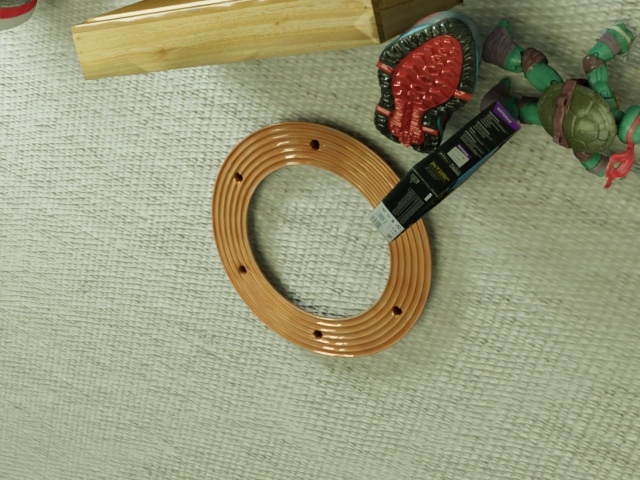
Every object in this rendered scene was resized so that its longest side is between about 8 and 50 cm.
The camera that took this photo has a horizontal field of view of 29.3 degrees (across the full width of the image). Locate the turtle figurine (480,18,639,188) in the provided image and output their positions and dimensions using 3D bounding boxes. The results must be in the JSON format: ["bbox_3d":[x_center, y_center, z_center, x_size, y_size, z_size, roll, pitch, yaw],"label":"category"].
[{"bbox_3d":[0.282,-0.147,1.302,0.234,0.118,0.175,25,119,31],"label":"turtle figurine"}]

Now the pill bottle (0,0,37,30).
[{"bbox_3d":[-0.416,-0.444,1.571,0.176,0.176,0.318,38,128,12],"label":"pill bottle"}]

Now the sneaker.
[{"bbox_3d":[0.120,-0.197,1.325,0.104,0.125,0.262,24,162,-1],"label":"sneaker"}]

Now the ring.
[{"bbox_3d":[0.000,0.000,1.610,0.337,0.032,0.336,14,119,27],"label":"ring"}]

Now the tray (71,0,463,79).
[{"bbox_3d":[-0.067,-0.263,1.412,0.411,0.203,0.076,-2,110,34],"label":"tray"}]

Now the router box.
[{"bbox_3d":[0.135,-0.074,1.372,0.046,0.133,0.179,50,160,4],"label":"router box"}]
